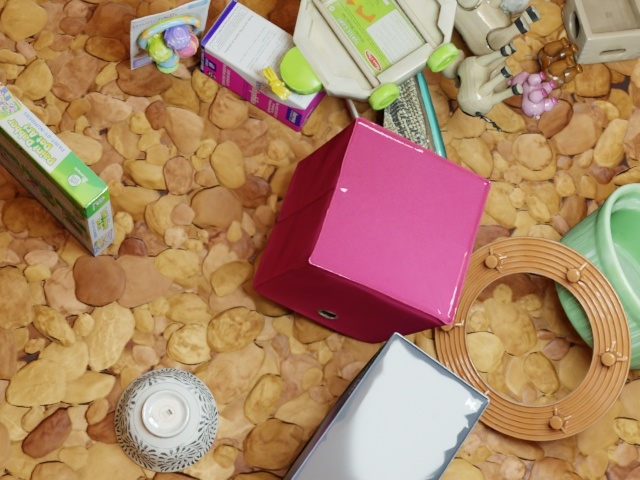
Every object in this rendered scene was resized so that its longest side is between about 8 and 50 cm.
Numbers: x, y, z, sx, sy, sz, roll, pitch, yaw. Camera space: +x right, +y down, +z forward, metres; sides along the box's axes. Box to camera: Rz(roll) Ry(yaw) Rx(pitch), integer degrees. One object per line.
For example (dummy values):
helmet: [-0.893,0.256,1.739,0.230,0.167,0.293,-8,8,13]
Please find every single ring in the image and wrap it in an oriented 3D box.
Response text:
ring: [0.332,0.161,1.625,0.336,0.032,0.337,4,97,32]

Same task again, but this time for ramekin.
ramekin: [0.536,0.070,1.688,0.303,0.148,0.303,19,53,-27]

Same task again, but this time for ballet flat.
ballet flat: [0.126,-0.315,1.820,0.182,0.164,0.483,-7,73,16]

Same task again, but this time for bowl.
bowl: [-0.247,0.281,1.606,0.170,0.080,0.170,2,71,-7]

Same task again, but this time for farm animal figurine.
farm animal figurine: [0.306,-0.347,1.811,0.330,0.172,0.327,-17,82,-51]

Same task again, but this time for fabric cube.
fabric cube: [0.079,-0.003,1.617,0.254,0.258,0.259,25,70,-17]

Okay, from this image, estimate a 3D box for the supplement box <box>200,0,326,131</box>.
supplement box: [-0.096,-0.311,1.798,0.220,0.111,0.114,31,71,3]

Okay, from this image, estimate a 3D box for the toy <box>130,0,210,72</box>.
toy: [-0.254,-0.335,1.723,0.136,0.237,0.056,-22,89,-13]

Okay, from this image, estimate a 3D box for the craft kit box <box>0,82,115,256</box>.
craft kit box: [-0.439,-0.109,1.617,0.250,0.247,0.061,44,73,6]

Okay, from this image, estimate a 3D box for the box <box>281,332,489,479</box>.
box: [0.076,0.328,1.521,0.182,0.294,0.296,36,71,4]

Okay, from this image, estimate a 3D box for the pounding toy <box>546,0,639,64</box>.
pounding toy: [0.512,-0.446,1.937,0.181,0.094,0.206,-7,64,-5]

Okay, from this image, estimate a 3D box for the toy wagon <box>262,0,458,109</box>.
toy wagon: [0.058,-0.350,1.715,0.344,0.068,0.267,-34,77,0]
